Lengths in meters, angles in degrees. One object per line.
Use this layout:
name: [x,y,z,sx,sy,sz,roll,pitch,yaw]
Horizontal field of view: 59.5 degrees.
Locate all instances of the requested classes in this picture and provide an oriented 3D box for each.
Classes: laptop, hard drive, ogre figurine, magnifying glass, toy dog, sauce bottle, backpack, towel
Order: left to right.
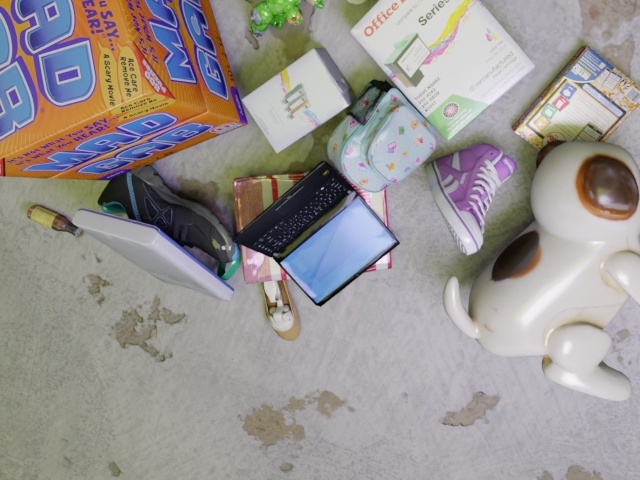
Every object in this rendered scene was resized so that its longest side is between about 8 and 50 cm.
sauce bottle: [-0.648,-0.046,1.366,0.128,0.042,0.042,25,112,4]
hard drive: [-0.343,0.037,1.193,0.210,0.318,0.040,13,70,24]
magnifying glass: [-0.176,-0.013,1.268,0.026,0.092,0.231,25,103,-26]
ogre figurine: [-0.064,-0.455,1.059,0.197,0.118,0.097,-9,108,15]
towel: [-0.016,-0.032,1.205,0.329,0.037,0.237,-5,104,2]
laptop: [0.000,0.000,1.126,0.234,0.264,0.136,-40,66,9]
backpack: [0.113,-0.185,1.077,0.188,0.144,0.166,-46,131,12]
toy dog: [0.447,0.017,1.030,0.395,0.284,0.408,15,110,0]

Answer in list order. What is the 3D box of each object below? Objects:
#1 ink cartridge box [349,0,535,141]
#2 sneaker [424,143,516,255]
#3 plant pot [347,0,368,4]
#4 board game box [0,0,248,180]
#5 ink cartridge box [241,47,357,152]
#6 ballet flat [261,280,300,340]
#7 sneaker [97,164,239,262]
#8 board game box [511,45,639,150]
ink cartridge box: [0.220,-0.357,1.037,0.201,0.117,0.278,-41,97,21]
sneaker: [0.290,-0.097,1.031,0.161,0.282,0.102,-23,125,16]
plant pot: [0.064,-0.593,0.928,0.276,0.276,0.254,-42,85,21]
board game box: [-0.404,-0.335,1.002,0.356,0.356,0.356,-18,89,17]
ink cartridge box: [-0.037,-0.281,1.111,0.176,0.128,0.127,-29,101,18]
ballet flat: [-0.104,0.145,1.307,0.080,0.073,0.232,-10,107,13]
sneaker: [-0.329,-0.036,1.222,0.341,0.125,0.139,33,69,14]
board game box: [0.488,-0.244,1.062,0.147,0.045,0.193,37,112,-4]
